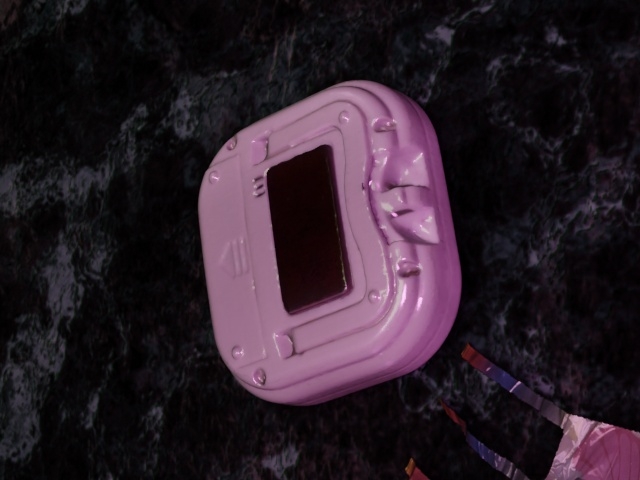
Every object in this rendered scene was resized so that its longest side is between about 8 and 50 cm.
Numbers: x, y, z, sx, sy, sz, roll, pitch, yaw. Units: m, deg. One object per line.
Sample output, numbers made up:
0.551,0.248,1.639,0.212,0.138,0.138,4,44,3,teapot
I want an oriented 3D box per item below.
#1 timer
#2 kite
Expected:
0.000,0.000,1.546,0.237,0.087,0.262,-23,66,36,timer
0.168,0.198,1.335,0.360,0.022,0.204,33,104,57,kite
